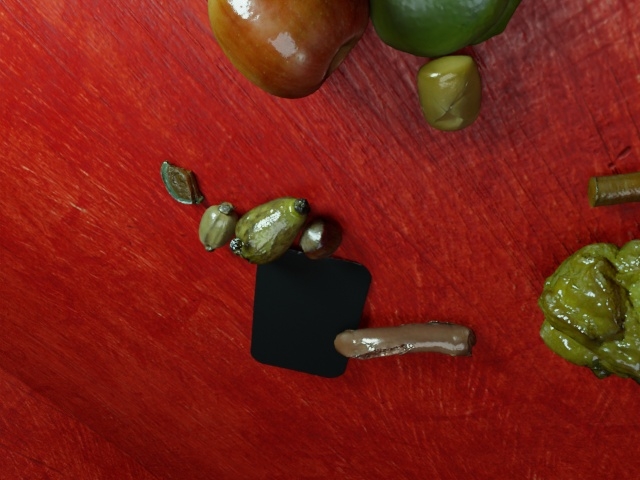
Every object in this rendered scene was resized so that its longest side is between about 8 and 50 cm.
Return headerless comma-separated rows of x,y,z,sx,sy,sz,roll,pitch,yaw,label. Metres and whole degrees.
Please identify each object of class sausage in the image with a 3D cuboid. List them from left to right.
0.172,0.215,0.891,0.305,0.078,0.078,-7,125,16,sausage

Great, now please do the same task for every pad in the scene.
0.001,0.173,0.979,0.315,0.063,0.375,13,125,2,pad

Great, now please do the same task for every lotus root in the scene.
-0.210,-0.032,0.859,0.073,0.062,0.150,27,133,-11,lotus root
-0.084,-0.027,0.793,0.191,0.094,0.108,-32,88,26,lotus root

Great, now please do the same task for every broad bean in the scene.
0.148,-0.291,0.506,0.175,0.082,0.124,0,128,33,broad bean

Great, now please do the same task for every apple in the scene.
-0.044,-0.282,0.525,0.200,0.199,0.199,11,130,13,apple

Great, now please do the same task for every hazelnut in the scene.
0.000,0.000,0.800,0.087,0.086,0.086,11,130,13,hazelnut

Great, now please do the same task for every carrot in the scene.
0.455,-0.078,0.580,0.139,0.048,0.048,-7,125,23,carrot

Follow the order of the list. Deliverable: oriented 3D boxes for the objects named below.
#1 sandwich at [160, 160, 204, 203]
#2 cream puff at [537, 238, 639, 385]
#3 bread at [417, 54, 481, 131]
-0.284,-0.116,0.842,0.070,0.026,0.101,0,127,22,sandwich
0.473,0.115,0.655,0.244,0.196,0.244,38,152,24,cream puff
0.174,-0.190,0.563,0.082,0.056,0.115,1,156,20,bread
